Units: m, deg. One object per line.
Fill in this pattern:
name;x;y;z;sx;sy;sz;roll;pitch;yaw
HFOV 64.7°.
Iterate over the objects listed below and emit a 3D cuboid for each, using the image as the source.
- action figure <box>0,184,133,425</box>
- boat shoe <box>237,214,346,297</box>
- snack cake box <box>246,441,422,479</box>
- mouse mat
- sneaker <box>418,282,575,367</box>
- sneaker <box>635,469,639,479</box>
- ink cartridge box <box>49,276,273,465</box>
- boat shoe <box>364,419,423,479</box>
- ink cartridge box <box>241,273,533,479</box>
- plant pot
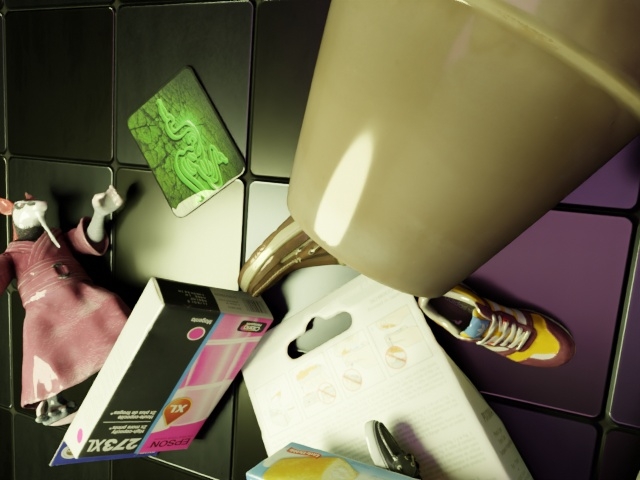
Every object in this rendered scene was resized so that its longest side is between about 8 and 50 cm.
action figure;-0.413;0.079;0.824;0.370;0.248;0.275;59;153;17
boat shoe;-0.002;0.001;0.662;0.095;0.095;0.257;47;110;4
snack cake box;0.048;0.338;0.554;0.264;0.089;0.152;-2;96;38
mouse mat;-0.210;-0.148;0.772;0.153;0.007;0.189;-32;85;22
sneaker;0.203;0.104;0.594;0.186;0.084;0.069;22;104;19
sneaker;0.419;0.203;0.500;0.128;0.126;0.321;16;101;13
ink cartridge box;-0.235;0.220;0.737;0.371;0.176;0.069;-55;46;20
boat shoe;0.100;0.274;0.595;0.040;0.049;0.142;-33;75;17
ink cartridge box;0.075;0.263;0.688;0.308;0.091;0.385;-34;67;23
plant pot;0.115;-0.110;0.478;0.323;0.323;0.280;34;110;15
